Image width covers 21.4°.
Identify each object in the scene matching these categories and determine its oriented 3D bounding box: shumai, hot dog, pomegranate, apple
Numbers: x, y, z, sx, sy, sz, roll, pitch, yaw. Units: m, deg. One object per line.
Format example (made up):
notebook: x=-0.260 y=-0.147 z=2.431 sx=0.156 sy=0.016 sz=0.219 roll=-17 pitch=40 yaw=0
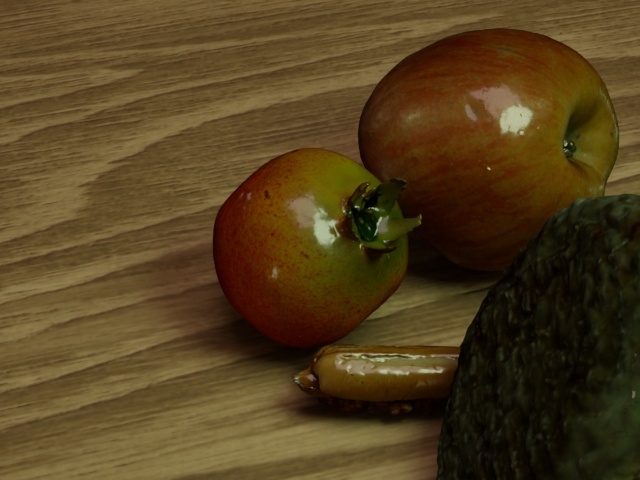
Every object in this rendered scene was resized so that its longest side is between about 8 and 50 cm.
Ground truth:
shumai: x=0.335 y=0.167 z=1.653 sx=0.348 sy=0.395 sz=0.395 roll=16 pitch=35 yaw=-21
hot dog: x=0.091 y=0.150 z=1.828 sx=0.249 sy=0.076 sz=0.102 roll=0 pitch=2 yaw=-8
pomegranate: x=0.000 y=0.000 z=1.868 sx=0.256 sy=0.221 sz=0.221 roll=-25 pitch=19 yaw=42
apple: x=0.212 y=-0.116 z=1.978 sx=0.301 sy=0.302 sz=0.301 roll=2 pitch=39 yaw=-2
